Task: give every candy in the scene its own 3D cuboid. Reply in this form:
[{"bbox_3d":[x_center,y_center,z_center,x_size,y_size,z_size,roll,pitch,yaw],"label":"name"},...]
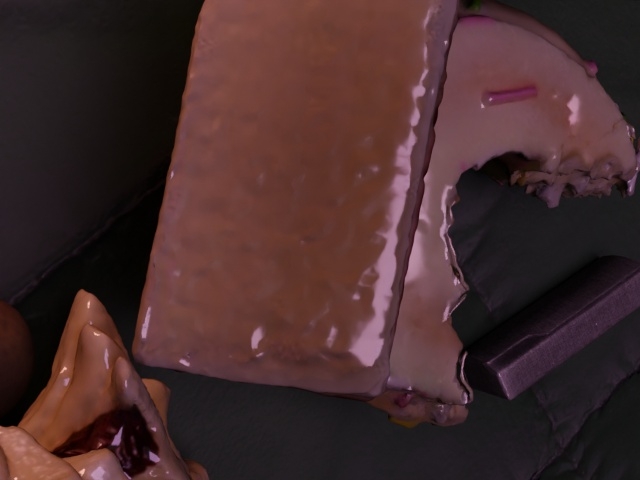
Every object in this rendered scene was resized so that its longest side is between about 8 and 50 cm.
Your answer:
[{"bbox_3d":[-0.014,-0.050,0.823,0.179,0.135,0.321,11,85,3],"label":"candy"}]

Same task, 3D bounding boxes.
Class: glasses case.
[{"bbox_3d":[0.237,0.084,1.159,0.205,0.071,0.047,-31,107,-21],"label":"glasses case"}]

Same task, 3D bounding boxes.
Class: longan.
[{"bbox_3d":[-0.268,0.094,0.867,0.113,0.092,0.113,-28,137,-29],"label":"longan"}]

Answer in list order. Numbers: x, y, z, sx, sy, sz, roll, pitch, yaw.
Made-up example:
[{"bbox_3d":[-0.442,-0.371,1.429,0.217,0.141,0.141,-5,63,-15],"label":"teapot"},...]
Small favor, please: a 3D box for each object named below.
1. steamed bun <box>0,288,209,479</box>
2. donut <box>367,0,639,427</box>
[{"bbox_3d":[-0.158,0.197,0.847,0.189,0.247,0.428,-35,144,-16],"label":"steamed bun"},{"bbox_3d":[0.094,-0.045,1.008,0.307,0.150,0.371,46,73,-23],"label":"donut"}]
